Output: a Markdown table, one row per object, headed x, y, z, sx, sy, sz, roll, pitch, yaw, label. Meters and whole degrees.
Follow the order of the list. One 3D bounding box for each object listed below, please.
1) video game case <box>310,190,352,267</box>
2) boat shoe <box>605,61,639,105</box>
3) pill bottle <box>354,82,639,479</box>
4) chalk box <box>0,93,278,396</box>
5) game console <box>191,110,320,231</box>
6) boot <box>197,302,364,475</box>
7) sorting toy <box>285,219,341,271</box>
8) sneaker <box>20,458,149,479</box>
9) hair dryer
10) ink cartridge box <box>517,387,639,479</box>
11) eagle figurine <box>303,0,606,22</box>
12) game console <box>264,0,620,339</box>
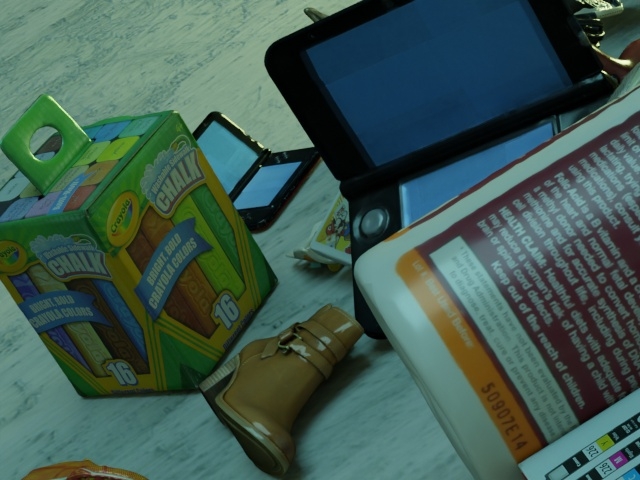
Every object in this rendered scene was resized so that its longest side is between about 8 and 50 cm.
| x | y | z | sx | sy | sz | roll | pitch | yaw | label |
| --- | --- | --- | --- | --- | --- | --- | --- | --- | --- |
| 0.111 | -0.062 | 1.902 | 0.206 | 0.026 | 0.227 | 21 | 81 | 48 | video game case |
| 0.342 | -0.109 | 1.623 | 0.130 | 0.132 | 0.355 | 29 | 76 | 41 | boat shoe |
| 0.243 | 0.011 | 1.462 | 0.392 | 0.224 | 0.224 | -31 | 26 | -1 | pill bottle |
| -0.209 | -0.010 | 1.967 | 0.179 | 0.289 | 0.180 | -7 | 35 | 39 | chalk box |
| -0.090 | -0.081 | 2.200 | 0.124 | 0.085 | 0.144 | -6 | 35 | 40 | game console |
| -0.022 | 0.125 | 1.782 | 0.152 | 0.073 | 0.197 | -33 | 27 | -7 | boot |
| 0.000 | 0.000 | 2.021 | 0.083 | 0.045 | 0.075 | -45 | 23 | -27 | sorting toy |
| -0.215 | 0.224 | 1.821 | 0.175 | 0.064 | 0.067 | -3 | 27 | 38 | sneaker |
| 0.259 | -0.157 | 1.875 | 0.223 | 0.080 | 0.293 | -17 | 52 | -41 | hair dryer |
| 0.256 | 0.225 | 1.260 | 0.272 | 0.130 | 0.309 | -32 | 26 | -1 | ink cartridge box |
| 0.172 | -0.275 | 2.135 | 0.298 | 0.226 | 0.225 | -48 | 56 | 6 | eagle figurine |
| 0.109 | -0.086 | 1.767 | 0.293 | 0.173 | 0.250 | -22 | 53 | 29 | game console |
